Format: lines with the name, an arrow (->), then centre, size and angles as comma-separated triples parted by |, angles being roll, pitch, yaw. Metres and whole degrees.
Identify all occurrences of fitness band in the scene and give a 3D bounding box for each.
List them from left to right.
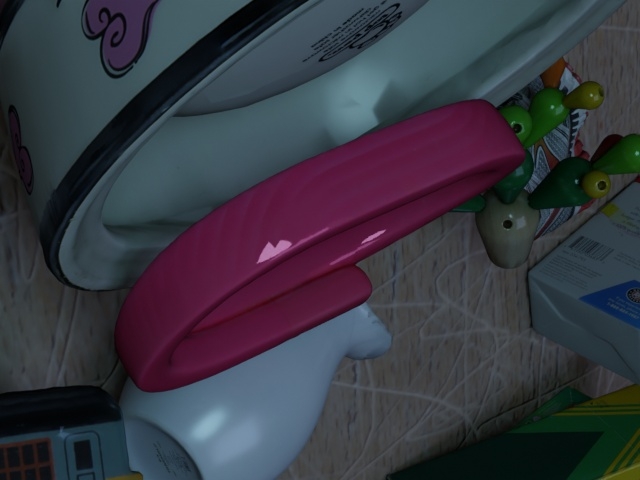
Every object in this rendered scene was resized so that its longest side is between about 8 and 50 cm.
fitness band -> 0.000, 0.000, 0.950 | 0.291, 0.054, 0.209 | -25, 165, -35

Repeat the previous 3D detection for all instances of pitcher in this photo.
pitcher -> -0.056, 0.070, 1.081 | 0.207, 0.125, 0.177 | -43, 118, -37

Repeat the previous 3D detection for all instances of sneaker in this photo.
sneaker -> 0.161, -0.080, 1.243 | 0.093, 0.088, 0.225 | -40, 135, -17

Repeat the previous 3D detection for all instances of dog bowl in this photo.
dog bowl -> 0.000, -0.141, 0.840 | 0.408, 0.150, 0.408 | -31, 169, -7

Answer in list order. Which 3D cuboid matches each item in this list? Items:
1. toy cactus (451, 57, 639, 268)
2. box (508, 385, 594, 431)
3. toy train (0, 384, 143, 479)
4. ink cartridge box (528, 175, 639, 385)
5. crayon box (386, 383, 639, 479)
toy cactus -> 0.136, -0.049, 1.179 | 0.219, 0.112, 0.180 | -11, 145, 0
box -> 0.228, 0.244, 1.549 | 0.105, 0.043, 0.179 | -31, 134, -31
toy train -> -0.246, 0.188, 0.873 | 0.334, 0.142, 0.190 | -5, 85, -29
ink cartridge box -> 0.316, 0.018, 1.435 | 0.231, 0.134, 0.078 | -37, 135, -27
crayon box -> 0.218, 0.339, 1.490 | 0.313, 0.106, 0.363 | -17, 125, -25
